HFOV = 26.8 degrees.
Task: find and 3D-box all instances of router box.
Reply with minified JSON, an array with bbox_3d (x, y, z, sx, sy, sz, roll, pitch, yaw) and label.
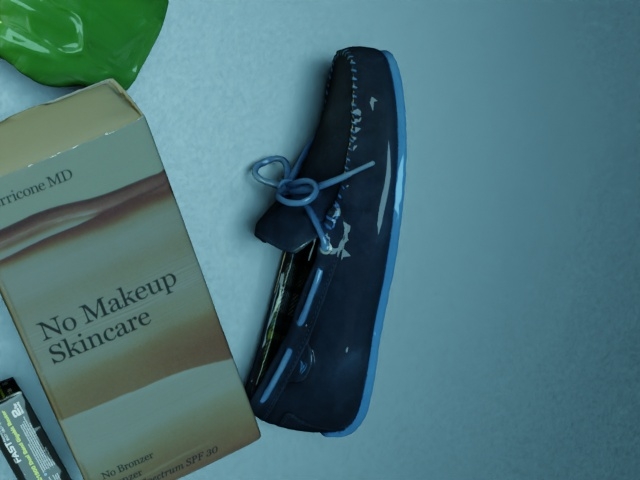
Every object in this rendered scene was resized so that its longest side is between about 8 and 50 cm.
[{"bbox_3d":[-0.239,0.177,1.109,0.038,0.092,0.122,-29,100,-14],"label":"router box"}]

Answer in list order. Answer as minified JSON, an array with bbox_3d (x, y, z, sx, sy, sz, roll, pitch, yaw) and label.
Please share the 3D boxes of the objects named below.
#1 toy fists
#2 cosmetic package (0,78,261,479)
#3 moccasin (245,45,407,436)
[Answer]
[{"bbox_3d":[-0.182,-0.256,1.098,0.142,0.096,0.279,32,77,-34],"label":"toy fists"},{"bbox_3d":[-0.170,0.043,1.063,0.153,0.129,0.296,-25,116,-12],"label":"cosmetic package"},{"bbox_3d":[0.000,0.000,1.153,0.117,0.138,0.341,6,90,-13],"label":"moccasin"}]
